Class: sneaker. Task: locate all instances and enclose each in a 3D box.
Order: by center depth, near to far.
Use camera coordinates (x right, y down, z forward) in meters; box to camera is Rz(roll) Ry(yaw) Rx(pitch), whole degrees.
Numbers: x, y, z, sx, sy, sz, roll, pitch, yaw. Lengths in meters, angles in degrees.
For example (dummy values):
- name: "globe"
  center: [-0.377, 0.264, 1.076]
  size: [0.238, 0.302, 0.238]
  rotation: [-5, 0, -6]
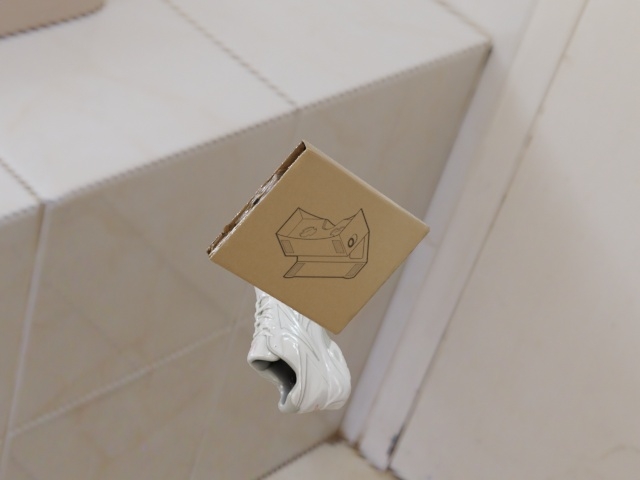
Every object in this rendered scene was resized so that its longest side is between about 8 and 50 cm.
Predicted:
- name: "sneaker"
  center: [-0.049, 0.115, 1.876]
  size: [0.115, 0.090, 0.232]
  rotation: [-12, 69, -36]

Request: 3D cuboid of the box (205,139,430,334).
- name: "box"
  center: [0.000, 0.000, 1.599]
  size: [0.201, 0.164, 0.021]
  rotation: [33, 15, -35]
